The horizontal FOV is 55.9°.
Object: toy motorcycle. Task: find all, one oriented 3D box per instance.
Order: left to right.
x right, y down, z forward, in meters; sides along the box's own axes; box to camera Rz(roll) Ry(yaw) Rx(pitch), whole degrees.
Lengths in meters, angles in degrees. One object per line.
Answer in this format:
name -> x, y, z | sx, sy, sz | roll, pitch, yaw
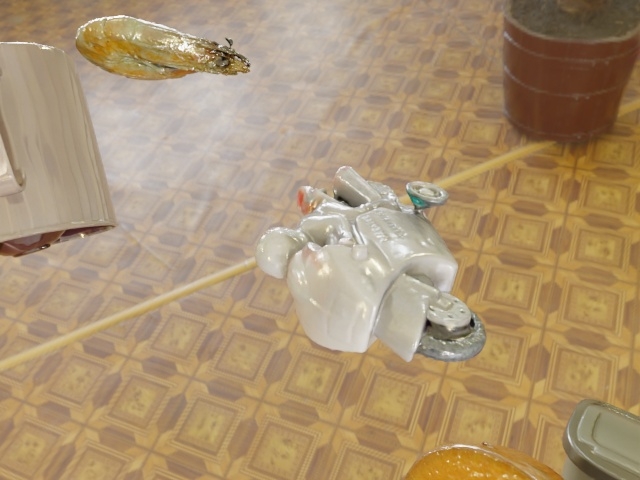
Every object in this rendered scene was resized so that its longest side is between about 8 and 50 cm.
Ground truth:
toy motorcycle -> 0.028, 0.012, 0.515 | 0.171, 0.110, 0.260 | 5, 29, -15

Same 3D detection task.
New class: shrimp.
shrimp -> -0.172, -0.206, 0.669 | 0.190, 0.101, 0.042 | 5, 72, -5

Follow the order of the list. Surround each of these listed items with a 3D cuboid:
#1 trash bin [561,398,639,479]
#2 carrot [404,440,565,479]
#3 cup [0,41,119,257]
trash bin -> 0.434, 0.393, 0.865 | 0.220, 0.250, 0.219 | 23, 26, 29
carrot -> 0.215, 0.368, 0.660 | 0.100, 0.258, 0.307 | 2, 28, -39
cup -> -0.431, -0.116, 0.834 | 0.209, 0.288, 0.273 | -13, 90, 17
